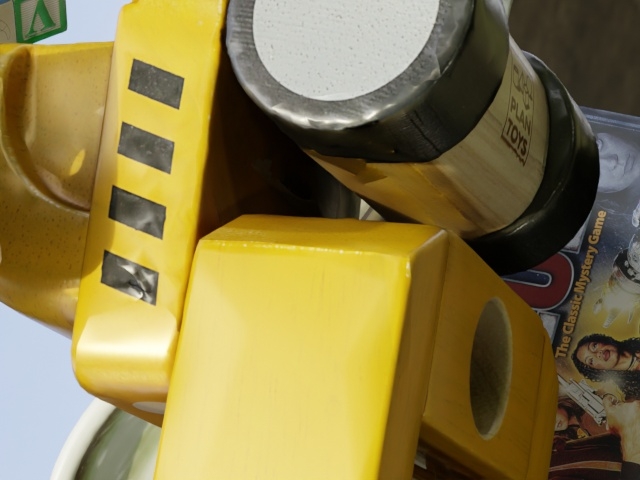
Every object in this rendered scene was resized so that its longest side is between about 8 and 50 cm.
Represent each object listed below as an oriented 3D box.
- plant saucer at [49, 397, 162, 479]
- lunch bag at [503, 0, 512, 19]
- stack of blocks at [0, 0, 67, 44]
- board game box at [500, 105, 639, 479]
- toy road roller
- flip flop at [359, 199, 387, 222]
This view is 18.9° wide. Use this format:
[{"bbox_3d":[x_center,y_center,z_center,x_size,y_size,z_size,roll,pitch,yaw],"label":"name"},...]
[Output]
[{"bbox_3d":[-0.040,0.266,1.671,0.100,0.400,0.401,58,-132,-85],"label":"plant saucer"},{"bbox_3d":[0.070,-0.280,1.790,0.287,0.235,0.169,92,-177,-69],"label":"lunch bag"},{"bbox_3d":[-0.319,-0.148,1.294,0.297,0.087,0.171,-27,-43,-30],"label":"stack of blocks"},{"bbox_3d":[0.138,0.063,0.865,0.243,0.165,0.042,-69,-26,-17],"label":"board game box"},{"bbox_3d":[-0.035,0.034,0.754,0.202,0.240,0.330,38,-124,-63],"label":"toy road roller"},{"bbox_3d":[0.000,0.000,1.242,0.277,0.080,0.112,-50,-17,-5],"label":"flip flop"}]
